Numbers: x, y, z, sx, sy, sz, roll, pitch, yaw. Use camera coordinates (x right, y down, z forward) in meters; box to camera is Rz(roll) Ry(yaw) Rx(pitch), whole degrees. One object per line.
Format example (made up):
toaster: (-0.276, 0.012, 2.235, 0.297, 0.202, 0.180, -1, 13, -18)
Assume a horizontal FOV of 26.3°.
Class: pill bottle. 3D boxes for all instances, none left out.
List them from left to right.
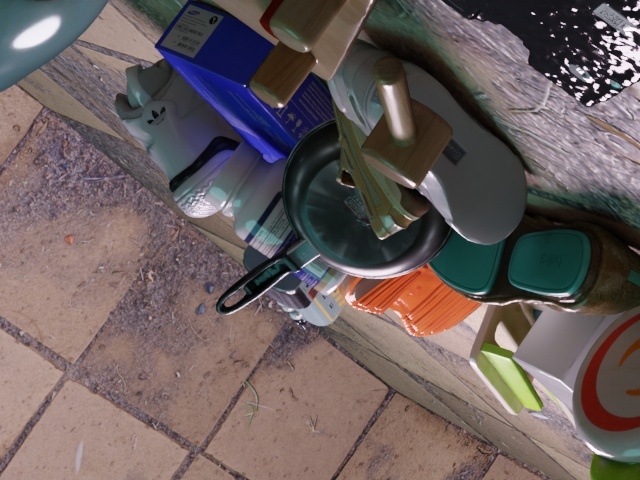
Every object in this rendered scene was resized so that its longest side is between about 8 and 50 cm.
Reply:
pill bottle: (-0.037, -0.031, 1.599, 0.186, 0.112, 0.112, 35, 172, -3)

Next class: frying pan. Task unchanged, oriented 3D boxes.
frying pan: (-0.008, -0.027, 1.504, 0.053, 0.326, 0.197, -65, -43, -62)

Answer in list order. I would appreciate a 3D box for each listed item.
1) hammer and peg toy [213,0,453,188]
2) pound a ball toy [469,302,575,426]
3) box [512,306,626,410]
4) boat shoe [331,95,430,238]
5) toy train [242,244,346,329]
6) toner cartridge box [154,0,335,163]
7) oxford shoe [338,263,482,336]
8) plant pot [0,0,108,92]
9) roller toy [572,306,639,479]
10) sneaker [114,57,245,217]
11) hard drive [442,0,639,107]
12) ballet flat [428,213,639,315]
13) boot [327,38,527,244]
hammer and peg toy: (-0.027, -0.203, 1.052, 0.361, 0.127, 0.266, 35, 170, -1)
pound a ball toy: (0.337, 0.171, 1.737, 0.208, 0.136, 0.319, 19, 167, 27)
box: (0.324, 0.135, 1.543, 0.170, 0.130, 0.091, 41, 171, -31)
boat shoe: (0.042, -0.083, 1.387, 0.068, 0.072, 0.190, 25, -147, -43)
toy train: (-0.004, 0.023, 2.020, 0.142, 0.190, 0.334, 33, 172, 18)
toner cartridge box: (-0.035, -0.139, 1.627, 0.165, 0.075, 0.348, 29, 170, 39)
oxford shoe: (0.120, 0.035, 1.881, 0.363, 0.130, 0.133, 28, -155, -57)
plant pot: (-0.309, -0.285, 1.237, 0.293, 0.293, 0.235, 39, 155, -27)
roller toy: (0.360, 0.158, 1.332, 0.146, 0.209, 0.191, 39, -150, -25)
sneaker: (-0.148, -0.149, 1.845, 0.210, 0.137, 0.366, 55, -167, 4)
hard drive: (0.121, -0.191, 0.736, 0.237, 0.064, 0.339, 36, 173, -2)
ballet flat: (0.231, 0.022, 1.444, 0.124, 0.116, 0.342, 18, 176, -25)
boot: (0.101, -0.101, 1.312, 0.123, 0.095, 0.258, 44, 178, 46)
